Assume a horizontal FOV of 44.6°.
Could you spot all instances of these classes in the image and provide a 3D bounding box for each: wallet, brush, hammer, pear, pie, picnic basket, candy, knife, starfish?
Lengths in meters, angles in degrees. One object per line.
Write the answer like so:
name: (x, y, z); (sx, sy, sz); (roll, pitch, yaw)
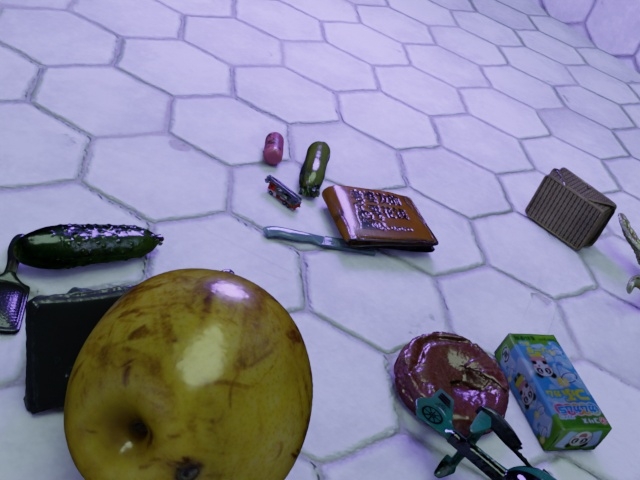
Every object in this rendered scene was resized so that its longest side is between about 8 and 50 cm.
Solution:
wallet: (-0.226, 0.121, 0.980); (0.285, 0.146, 0.030); (-7, 17, -37)
brush: (-0.426, 0.053, 1.062); (0.063, 0.016, 0.193); (16, 34, -21)
wallet: (0.110, -0.041, 1.452); (0.196, 0.042, 0.161); (6, 34, -27)
hammer: (-0.093, -0.183, 1.545); (0.043, 0.043, 0.083); (15, 37, -11)
pear: (-0.138, 0.168, 0.849); (0.281, 0.280, 0.280); (15, 35, -11)
pie: (0.197, 0.214, 1.163); (0.182, 0.049, 0.182); (13, 41, -11)
picnic basket: (0.536, -0.069, 1.676); (0.164, 0.115, 0.079); (40, 40, 24)
candy: (0.359, 0.234, 1.221); (0.097, 0.062, 0.194); (6, 39, -24)
knife: (0.000, 0.000, 1.373); (0.210, 0.015, 0.028); (10, 30, -18)
starfish: (0.753, 0.089, 1.617); (0.347, 0.078, 0.358); (29, 35, 10)

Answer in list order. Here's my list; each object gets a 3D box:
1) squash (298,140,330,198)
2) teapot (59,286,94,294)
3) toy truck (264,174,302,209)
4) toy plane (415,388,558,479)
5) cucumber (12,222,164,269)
squash: (-0.012, -0.144, 1.533); (0.052, 0.052, 0.183); (20, 38, -4)
teapot: (-0.290, 0.100, 1.016); (0.091, 0.092, 0.124); (15, 38, -36)
toy truck: (-0.070, -0.089, 1.439); (0.083, 0.032, 0.024); (37, 41, 22)
toy plane: (0.267, 0.332, 0.989); (0.382, 0.106, 0.155); (37, 27, 17)
cucumber: (-0.332, 0.006, 1.140); (0.227, 0.069, 0.069); (-4, 43, -41)
